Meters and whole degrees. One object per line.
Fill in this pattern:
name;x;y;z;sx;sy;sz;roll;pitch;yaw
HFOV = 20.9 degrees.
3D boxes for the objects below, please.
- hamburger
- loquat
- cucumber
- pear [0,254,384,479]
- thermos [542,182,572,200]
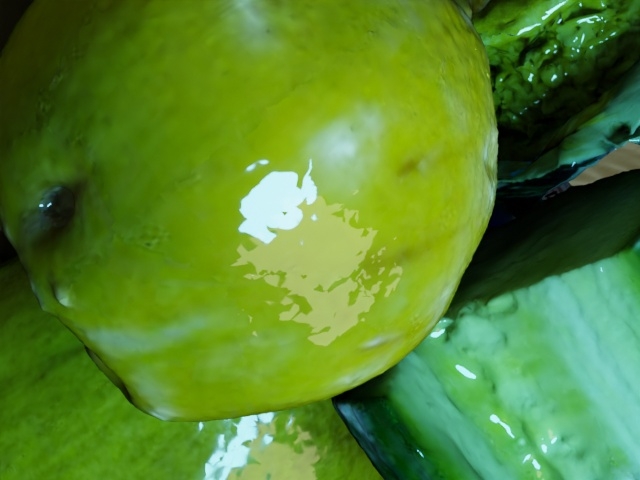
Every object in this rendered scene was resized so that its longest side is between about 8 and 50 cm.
hamburger;0.108;-0.125;0.850;0.260;0.150;0.276;-30;-162;30
loquat;-0.016;-0.048;0.716;0.246;0.213;0.213;-40;166;-8
cucumber;0.112;0.059;0.778;0.191;0.130;0.191;-36;-170;8
pear;-0.087;0.108;0.925;0.287;0.287;0.375;-17;147;-48
thermos;0.171;0.007;1.437;0.099;0.124;0.232;-36;158;-8
